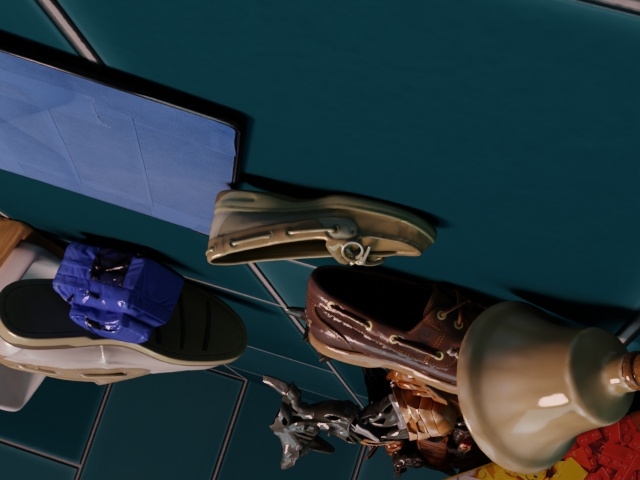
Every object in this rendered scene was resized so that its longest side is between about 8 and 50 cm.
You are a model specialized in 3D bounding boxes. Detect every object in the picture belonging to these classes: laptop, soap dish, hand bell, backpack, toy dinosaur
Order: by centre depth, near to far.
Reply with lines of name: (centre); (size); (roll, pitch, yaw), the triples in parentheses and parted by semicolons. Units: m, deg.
hand bell: (0.216, 0.083, 0.790); (0.126, 0.126, 0.242); (24, 155, -30)
laptop: (-0.287, 0.000, 0.803); (0.236, 0.408, 0.382); (52, 170, 4)
toy dinosaur: (0.076, 0.132, 1.152); (0.218, 0.164, 0.322); (6, 129, 25)
backpack: (-0.230, 0.051, 1.312); (0.120, 0.101, 0.098); (16, 163, 28)
soap dish: (-0.407, 0.091, 1.518); (0.118, 0.229, 0.291); (33, 173, 12)

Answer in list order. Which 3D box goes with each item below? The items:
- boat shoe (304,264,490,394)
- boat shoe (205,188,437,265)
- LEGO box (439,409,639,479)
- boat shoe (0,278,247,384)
boat shoe: (0.085, 0.069, 0.947); (0.207, 0.073, 0.073); (9, 128, 13)
boat shoe: (-0.001, -0.001, 0.771); (0.153, 0.048, 0.056); (7, 165, 21)
LEGO box: (0.266, 0.349, 1.289); (0.372, 0.193, 0.500); (-22, 158, 11)
boat shoe: (-0.239, 0.108, 1.422); (0.302, 0.113, 0.103); (9, 145, -25)
